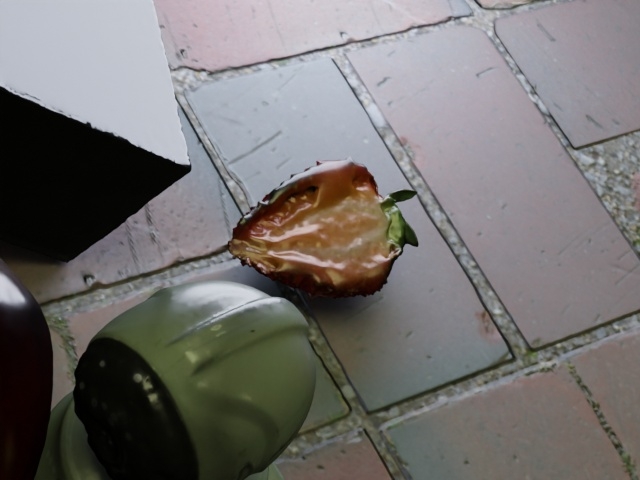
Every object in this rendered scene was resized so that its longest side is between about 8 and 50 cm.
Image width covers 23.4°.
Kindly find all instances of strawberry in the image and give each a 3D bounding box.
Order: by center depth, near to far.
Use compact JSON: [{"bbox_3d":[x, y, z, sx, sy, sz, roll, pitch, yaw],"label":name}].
[{"bbox_3d":[0.003,0.000,1.457,0.140,0.085,0.192,43,57,0],"label":"strawberry"}]

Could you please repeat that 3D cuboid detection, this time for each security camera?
[{"bbox_3d":[-0.108,0.142,1.188,0.191,0.277,0.197,-23,68,-34],"label":"security camera"}]

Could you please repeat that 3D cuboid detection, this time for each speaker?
[{"bbox_3d":[-0.270,-0.149,1.342,0.232,0.184,0.254,22,43,-48],"label":"speaker"}]

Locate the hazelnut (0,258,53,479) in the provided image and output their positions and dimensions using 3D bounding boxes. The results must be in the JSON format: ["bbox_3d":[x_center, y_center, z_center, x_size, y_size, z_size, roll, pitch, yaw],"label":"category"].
[{"bbox_3d":[-0.395,0.085,1.072,0.429,0.402,0.402,34,51,1],"label":"hazelnut"}]
